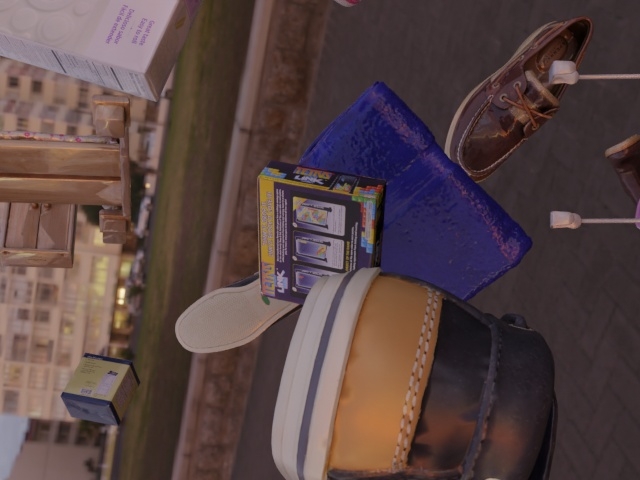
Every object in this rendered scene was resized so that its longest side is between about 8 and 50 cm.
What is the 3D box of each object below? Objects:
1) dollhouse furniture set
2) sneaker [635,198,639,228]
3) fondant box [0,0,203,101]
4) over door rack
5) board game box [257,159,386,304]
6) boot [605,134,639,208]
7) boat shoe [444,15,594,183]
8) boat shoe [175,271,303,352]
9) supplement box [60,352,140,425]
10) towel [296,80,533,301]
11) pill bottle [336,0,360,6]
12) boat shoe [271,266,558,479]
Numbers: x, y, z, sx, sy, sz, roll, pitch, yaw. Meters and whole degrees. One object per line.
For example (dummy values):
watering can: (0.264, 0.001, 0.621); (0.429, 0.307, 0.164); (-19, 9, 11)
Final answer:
dollhouse furniture set: (-0.413, -0.127, 1.180); (0.356, 0.303, 0.174); (109, 159, -55)
sneaker: (0.746, -0.058, 1.715); (0.236, 0.104, 0.095); (174, 110, -71)
fondant box: (-0.376, -0.387, 1.384); (0.096, 0.330, 0.238); (87, -158, -70)
over door rack: (0.478, -0.133, 1.254); (0.108, 0.324, 0.240); (140, 131, -82)
board game box: (0.000, 0.000, 0.999); (0.048, 0.141, 0.170); (-59, -23, -52)
boot: (0.744, -0.128, 1.972); (0.207, 0.090, 0.248); (67, -163, 14)
boat shoe: (0.337, -0.240, 1.423); (0.342, 0.123, 0.123); (-48, 8, -10)
boat shoe: (-0.087, 0.087, 1.165); (0.084, 0.233, 0.079); (64, -171, 7)
supplement box: (-0.332, 0.225, 1.297); (0.056, 0.083, 0.083); (83, -160, -44)
towel: (0.116, -0.045, 1.183); (0.227, 0.308, 0.076); (-42, 3, 36)
pill bottle: (0.118, -0.557, 1.516); (0.283, 0.160, 0.160); (-29, 43, 28)
boat shoe: (0.093, 0.162, 0.649); (0.500, 0.155, 0.187); (67, -145, -65)
